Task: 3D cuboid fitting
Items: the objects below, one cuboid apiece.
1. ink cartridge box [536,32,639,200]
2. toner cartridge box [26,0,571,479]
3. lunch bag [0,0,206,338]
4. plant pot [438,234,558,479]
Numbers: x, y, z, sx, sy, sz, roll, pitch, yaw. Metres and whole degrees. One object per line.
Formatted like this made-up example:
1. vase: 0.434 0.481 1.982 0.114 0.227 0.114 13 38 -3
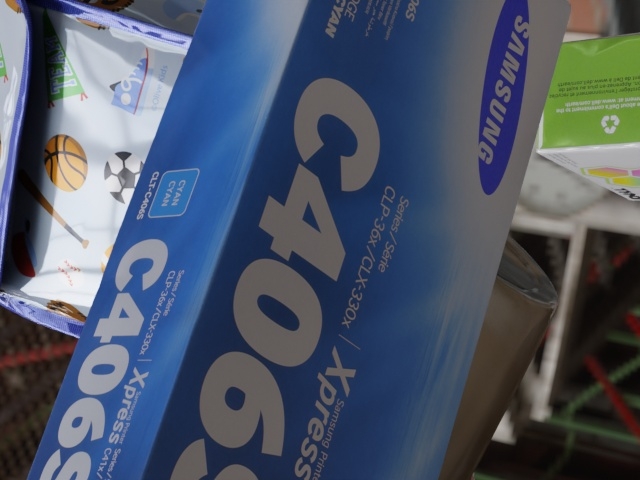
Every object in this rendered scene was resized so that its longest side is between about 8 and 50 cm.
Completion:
1. ink cartridge box: 0.224 -0.096 1.523 0.189 0.255 0.097 19 -109 -54
2. toner cartridge box: 0.000 0.000 0.810 0.165 0.075 0.348 36 -118 -39
3. lunch bag: -0.186 -0.084 1.657 0.239 0.385 0.328 -30 -45 -58
4. plant pot: 0.088 0.105 1.909 0.280 0.323 0.323 -51 -35 17
